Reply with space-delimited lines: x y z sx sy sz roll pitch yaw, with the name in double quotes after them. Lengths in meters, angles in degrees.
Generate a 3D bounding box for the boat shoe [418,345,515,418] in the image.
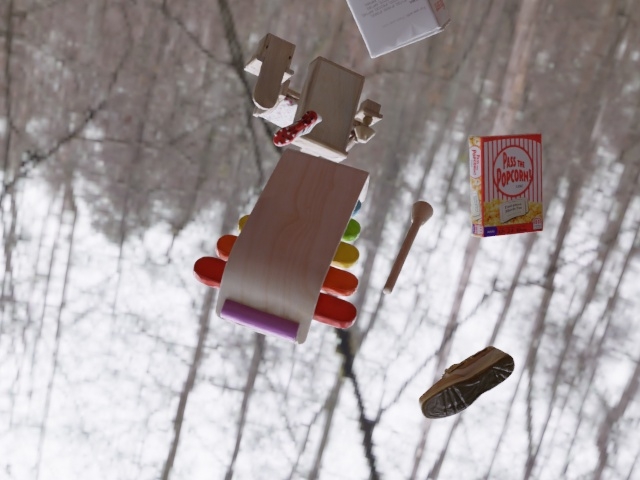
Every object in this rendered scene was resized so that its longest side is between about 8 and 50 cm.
0.176 0.176 1.432 0.135 0.050 0.045 -26 -147 -15 "boat shoe"

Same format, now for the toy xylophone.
0.000 0.000 1.432 0.236 0.081 0.322 23 -139 12 "toy xylophone"

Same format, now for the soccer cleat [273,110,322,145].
-0.034 -0.168 1.748 0.029 0.083 0.036 61 -159 17 "soccer cleat"

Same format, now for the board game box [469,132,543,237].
0.359 -0.108 2.223 0.147 0.193 0.045 -7 -172 -29 "board game box"

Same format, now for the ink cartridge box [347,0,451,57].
0.093 -0.469 1.883 0.131 0.306 0.226 -21 -170 16 "ink cartridge box"

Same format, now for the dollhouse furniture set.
-0.070 -0.223 2.304 0.303 0.173 0.355 23 159 -21 "dollhouse furniture set"
